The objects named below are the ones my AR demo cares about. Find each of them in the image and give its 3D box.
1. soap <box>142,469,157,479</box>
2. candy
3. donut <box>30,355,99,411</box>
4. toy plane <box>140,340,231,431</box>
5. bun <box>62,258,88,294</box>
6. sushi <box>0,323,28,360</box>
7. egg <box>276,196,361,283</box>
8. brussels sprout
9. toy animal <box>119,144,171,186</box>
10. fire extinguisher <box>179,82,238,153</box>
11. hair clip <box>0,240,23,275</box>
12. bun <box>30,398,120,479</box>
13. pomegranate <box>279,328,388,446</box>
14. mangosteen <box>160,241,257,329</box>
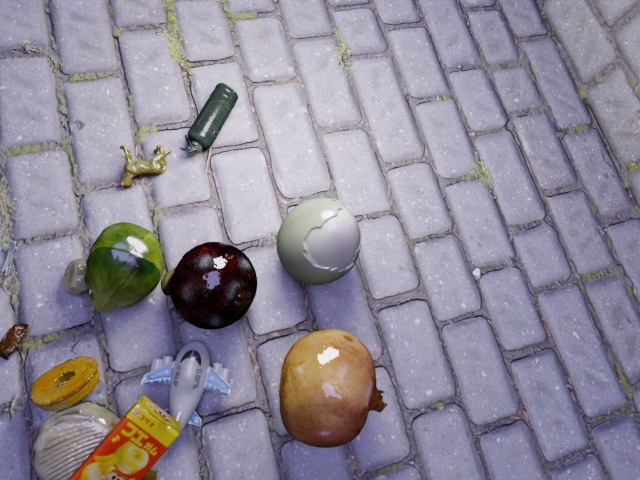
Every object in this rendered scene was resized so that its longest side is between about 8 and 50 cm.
[{"bbox_3d":[-0.619,0.803,1.070,0.305,0.169,0.338,10,72,-19],"label":"soap"},{"bbox_3d":[-0.517,0.569,1.064,0.146,0.088,0.276,41,77,-9],"label":"candy"},{"bbox_3d":[-0.729,0.418,1.174,0.178,0.162,0.065,-22,121,-22],"label":"donut"},{"bbox_3d":[-0.406,0.441,1.239,0.267,0.122,0.266,4,71,-11],"label":"toy plane"},{"bbox_3d":[-0.759,0.116,1.281,0.069,0.115,0.115,24,60,-51],"label":"bun"},{"bbox_3d":[-0.920,0.299,1.214,0.055,0.052,0.120,29,71,-2],"label":"sushi"},{"bbox_3d":[0.000,0.000,1.334,0.279,0.336,0.278,5,71,-16],"label":"egg"},{"bbox_3d":[-0.608,0.087,1.258,0.219,0.210,0.271,28,92,-27],"label":"brussels sprout"},{"bbox_3d":[-0.614,-0.262,1.432,0.182,0.073,0.136,-8,84,-26],"label":"toy animal"},{"bbox_3d":[-0.413,-0.436,1.492,0.095,0.114,0.311,14,71,24],"label":"fire extinguisher"},{"bbox_3d":[-0.984,0.054,1.280,0.030,0.039,0.115,10,75,-2],"label":"hair clip"},{"bbox_3d":[-0.670,0.569,1.140,0.239,0.141,0.239,1,85,-14],"label":"bun"},{"bbox_3d":[0.040,0.441,1.214,0.338,0.338,0.338,3,74,-10],"label":"pomegranate"},{"bbox_3d":[-0.341,0.135,1.267,0.288,0.288,0.287,3,74,-10],"label":"mangosteen"}]
